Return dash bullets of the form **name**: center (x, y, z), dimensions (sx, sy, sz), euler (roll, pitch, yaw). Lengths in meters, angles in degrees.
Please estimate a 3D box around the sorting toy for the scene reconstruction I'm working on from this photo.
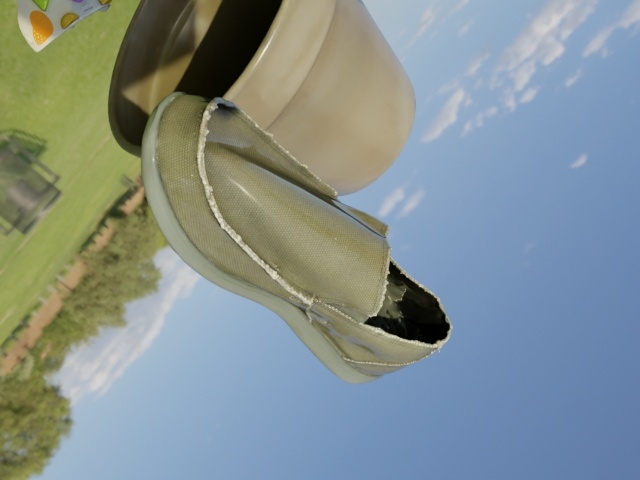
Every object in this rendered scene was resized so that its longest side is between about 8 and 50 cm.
- **sorting toy**: center (-0.219, -0.210, 0.617), dimensions (0.045, 0.075, 0.083), euler (-17, -155, 46)

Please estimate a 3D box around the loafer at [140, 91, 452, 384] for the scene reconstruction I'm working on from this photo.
- **loafer**: center (0.000, 0.000, 0.442), dimensions (0.087, 0.251, 0.094), euler (-15, -130, 32)

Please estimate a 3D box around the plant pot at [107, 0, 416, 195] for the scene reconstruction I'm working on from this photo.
- **plant pot**: center (-0.043, -0.189, 0.893), dimensions (0.323, 0.280, 0.323), euler (-24, -128, 36)
